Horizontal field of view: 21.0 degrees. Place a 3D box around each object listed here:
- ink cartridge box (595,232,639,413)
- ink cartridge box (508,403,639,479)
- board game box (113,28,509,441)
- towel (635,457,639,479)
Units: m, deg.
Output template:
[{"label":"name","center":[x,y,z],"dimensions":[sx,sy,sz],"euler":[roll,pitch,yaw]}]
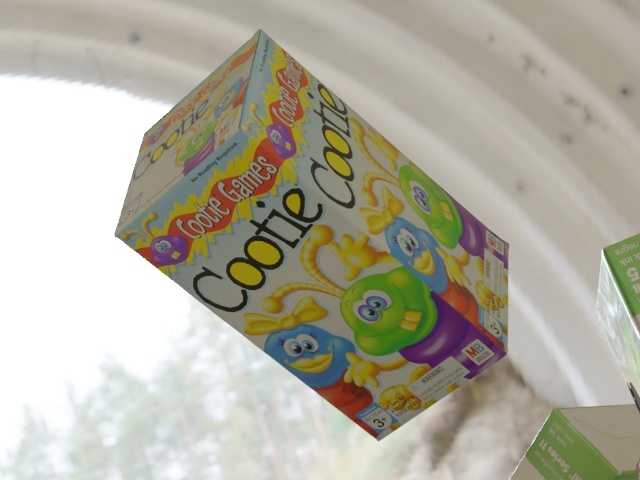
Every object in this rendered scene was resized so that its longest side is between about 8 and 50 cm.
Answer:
[{"label":"ink cartridge box","center":[0.325,0.131,1.373],"dimensions":[0.114,0.273,0.198],"euler":[-22,-19,0]},{"label":"ink cartridge box","center":[0.278,0.361,1.999],"dimensions":[0.207,0.119,0.353],"euler":[4,-57,-46]},{"label":"board game box","center":[0.000,0.000,1.320],"dimensions":[0.144,0.275,0.142],"euler":[-38,24,29]},{"label":"towel","center":[0.433,0.263,1.561],"dimensions":[0.053,0.317,0.332],"euler":[-24,-24,-24]}]
